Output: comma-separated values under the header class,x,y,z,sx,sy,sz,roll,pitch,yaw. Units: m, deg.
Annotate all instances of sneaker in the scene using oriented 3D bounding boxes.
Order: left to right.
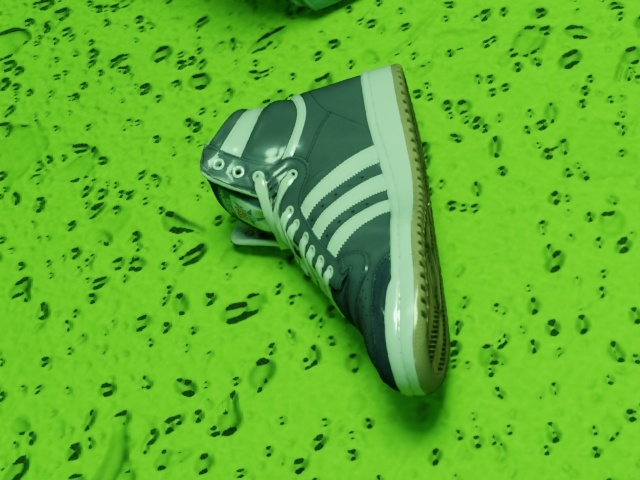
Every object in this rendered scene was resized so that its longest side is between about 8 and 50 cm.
class,x,y,z,sx,sy,sz,roll,pitch,yaw
sneaker,0.000,0.000,1.102,0.153,0.099,0.282,-11,46,7

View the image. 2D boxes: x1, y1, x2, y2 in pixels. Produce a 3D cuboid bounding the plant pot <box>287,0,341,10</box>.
class,x,y,z,sx,sy,sz,roll,pitch,yaw
plant pot,-0.016,-0.334,1.268,0.248,0.247,0.252,33,89,35
